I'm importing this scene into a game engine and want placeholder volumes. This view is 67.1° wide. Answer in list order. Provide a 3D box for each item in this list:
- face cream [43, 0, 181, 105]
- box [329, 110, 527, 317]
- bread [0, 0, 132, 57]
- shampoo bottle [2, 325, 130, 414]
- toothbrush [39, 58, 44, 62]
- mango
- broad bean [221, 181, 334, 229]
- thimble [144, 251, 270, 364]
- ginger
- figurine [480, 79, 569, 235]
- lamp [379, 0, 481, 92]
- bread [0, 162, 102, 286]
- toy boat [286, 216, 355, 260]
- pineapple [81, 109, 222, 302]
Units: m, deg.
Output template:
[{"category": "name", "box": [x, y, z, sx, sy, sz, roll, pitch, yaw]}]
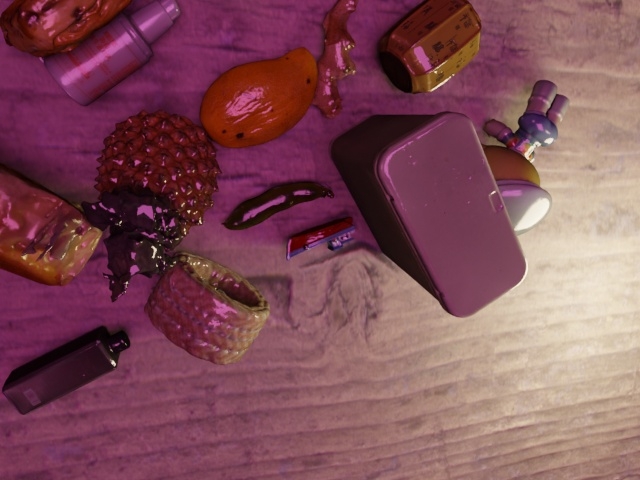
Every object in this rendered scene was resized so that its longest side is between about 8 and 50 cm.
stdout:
[{"category": "face cream", "box": [-0.354, -0.351, 0.860, 0.252, 0.101, 0.101, -37, 112, -2]}, {"category": "box", "box": [0.190, -0.074, 0.963, 0.177, 0.344, 0.352, -33, 112, -5]}, {"category": "bread", "box": [-0.394, -0.390, 0.778, 0.235, 0.210, 0.099, -55, 133, -14]}, {"category": "shampoo bottle", "box": [-0.521, 0.262, 1.011, 0.246, 0.079, 0.080, -26, 113, -6]}, {"category": "toothbrush", "box": [-0.529, -0.481, 0.811, 0.024, 0.029, 0.354, -22, 111, -24]}, {"category": "mango", "box": [-0.112, -0.275, 0.943, 0.262, 0.109, 0.157, -32, 115, -1]}, {"category": "broad bean", "box": [-0.095, -0.082, 1.043, 0.254, 0.046, 0.065, -21, 110, -10]}, {"category": "thimble", "box": [-0.230, 0.141, 0.992, 0.229, 0.196, 0.148, 29, 98, -22]}, {"category": "ginger", "box": [0.039, -0.392, 0.973, 0.089, 0.075, 0.288, 17, 108, 9]}, {"category": "figurine", "box": [0.433, -0.185, 1.081, 0.225, 0.205, 0.381, 17, 93, -26]}, {"category": "lamp", "box": [0.222, -0.397, 0.979, 0.185, 0.161, 0.161, -41, 112, -5]}, {"category": "bread", "box": [-0.588, -0.051, 0.832, 0.389, 0.236, 0.183, 31, 80, -13]}, {"category": "toy boat", "box": [0.000, 0.000, 1.081, 0.173, 0.069, 0.058, -20, 102, -14]}, {"category": "pineapple", "box": [-0.292, -0.064, 0.820, 0.223, 0.357, 0.223, -1, 130, -1]}]
